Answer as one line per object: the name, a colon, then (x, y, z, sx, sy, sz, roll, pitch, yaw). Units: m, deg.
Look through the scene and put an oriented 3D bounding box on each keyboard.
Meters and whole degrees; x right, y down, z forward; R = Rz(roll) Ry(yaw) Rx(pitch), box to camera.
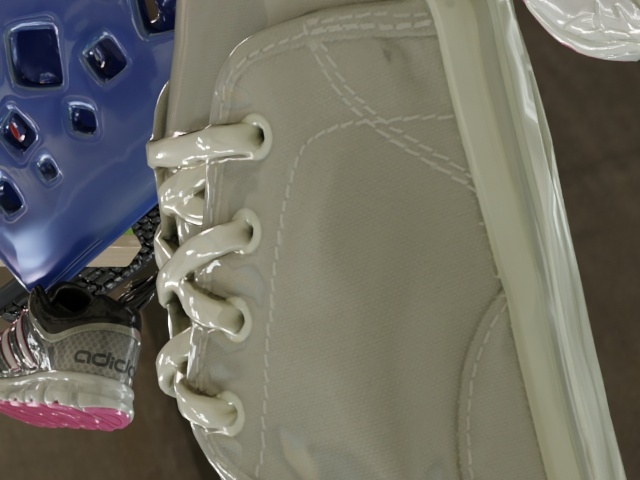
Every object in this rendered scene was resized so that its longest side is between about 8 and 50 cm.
keyboard: (-0.190, 0.012, 1.533, 0.317, 0.201, 0.033, -34, -117, 21)

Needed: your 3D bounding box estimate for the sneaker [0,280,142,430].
sneaker: (-0.152, 0.061, 0.792, 0.170, 0.063, 0.075, -3, -116, 49)

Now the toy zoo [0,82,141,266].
toy zoo: (-0.295, -0.099, 1.264, 0.192, 0.030, 0.293, 2, -131, -43)

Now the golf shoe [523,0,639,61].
golf shoe: (0.296, -0.213, 1.230, 0.306, 0.140, 0.115, 31, -114, 33)

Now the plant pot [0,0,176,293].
plant pot: (-0.115, -0.144, 0.833, 0.212, 0.236, 0.236, 49, -147, -5)

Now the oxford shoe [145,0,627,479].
oxford shoe: (0.000, 0.000, 0.488, 0.130, 0.169, 0.449, -16, -87, -14)

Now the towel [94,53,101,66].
towel: (-0.213, -0.179, 1.781, 0.056, 0.312, 0.324, -17, -143, 3)
